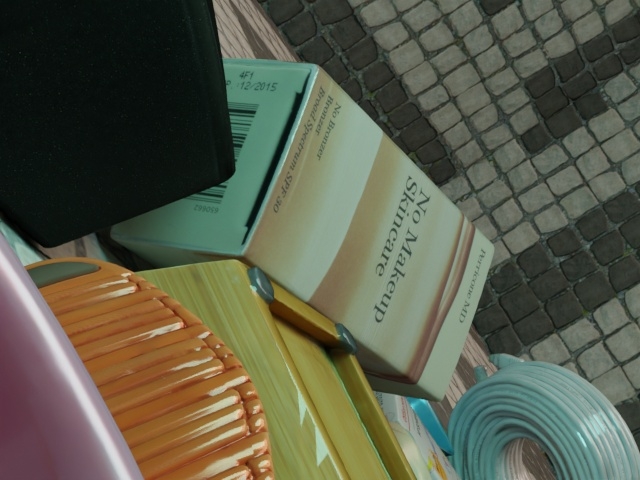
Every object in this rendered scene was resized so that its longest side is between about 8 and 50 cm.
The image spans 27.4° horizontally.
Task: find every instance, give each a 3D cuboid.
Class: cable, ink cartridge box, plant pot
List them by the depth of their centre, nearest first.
[{"bbox_3d":[-0.143,-0.107,0.803,0.187,0.188,0.167,-105,174,-65],"label":"plant pot"},{"bbox_3d":[0.076,0.208,1.274,0.181,0.061,0.104,56,8,-14],"label":"ink cartridge box"},{"bbox_3d":[0.262,0.270,1.552,0.257,0.089,0.257,1,-80,51],"label":"cable"}]

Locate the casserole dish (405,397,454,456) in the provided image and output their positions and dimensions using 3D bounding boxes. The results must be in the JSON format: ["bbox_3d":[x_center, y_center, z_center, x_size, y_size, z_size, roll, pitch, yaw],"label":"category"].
[{"bbox_3d":[0.101,0.201,1.534,0.114,0.037,0.188,62,10,26],"label":"casserole dish"}]

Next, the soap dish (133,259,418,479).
[{"bbox_3d":[-0.010,0.157,0.768,0.291,0.118,0.229,63,10,24],"label":"soap dish"}]

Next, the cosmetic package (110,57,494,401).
[{"bbox_3d":[0.000,0.000,0.995,0.129,0.153,0.296,9,-18,36],"label":"cosmetic package"}]

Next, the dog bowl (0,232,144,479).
[{"bbox_3d":[-0.150,0.066,0.183,0.408,0.150,0.408,57,8,-12],"label":"dog bowl"}]

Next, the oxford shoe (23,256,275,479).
[{"bbox_3d":[-0.067,0.156,0.573,0.364,0.130,0.133,56,-27,36],"label":"oxford shoe"}]

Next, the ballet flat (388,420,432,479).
[{"bbox_3d":[0.079,0.264,1.090,0.248,0.086,0.086,60,8,24],"label":"ballet flat"}]
